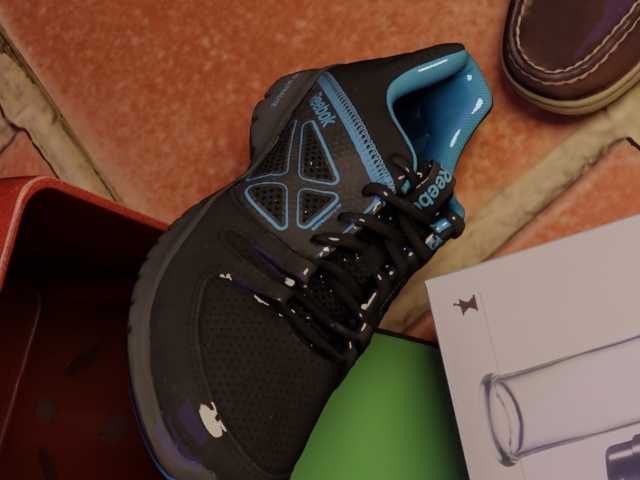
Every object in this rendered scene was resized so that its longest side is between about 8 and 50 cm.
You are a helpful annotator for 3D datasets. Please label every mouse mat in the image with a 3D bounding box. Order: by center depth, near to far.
[{"bbox_3d":[0.068,0.140,0.850,0.189,0.007,0.152,12,83,29],"label":"mouse mat"}]

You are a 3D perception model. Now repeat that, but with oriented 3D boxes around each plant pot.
[{"bbox_3d":[-0.191,0.110,0.856,0.236,0.267,0.267,9,81,40],"label":"plant pot"}]

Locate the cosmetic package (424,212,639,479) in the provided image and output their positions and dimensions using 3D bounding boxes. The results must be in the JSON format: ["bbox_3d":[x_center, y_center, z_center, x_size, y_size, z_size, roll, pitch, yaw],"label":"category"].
[{"bbox_3d":[0.236,0.162,0.711,0.284,0.097,0.377,-20,70,22],"label":"cosmetic package"}]

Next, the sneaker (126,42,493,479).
[{"bbox_3d":[0.000,0.000,0.768,0.139,0.125,0.341,-16,38,35],"label":"sneaker"}]

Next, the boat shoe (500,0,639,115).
[{"bbox_3d":[0.200,-0.243,0.816,0.123,0.123,0.342,32,92,29],"label":"boat shoe"}]
